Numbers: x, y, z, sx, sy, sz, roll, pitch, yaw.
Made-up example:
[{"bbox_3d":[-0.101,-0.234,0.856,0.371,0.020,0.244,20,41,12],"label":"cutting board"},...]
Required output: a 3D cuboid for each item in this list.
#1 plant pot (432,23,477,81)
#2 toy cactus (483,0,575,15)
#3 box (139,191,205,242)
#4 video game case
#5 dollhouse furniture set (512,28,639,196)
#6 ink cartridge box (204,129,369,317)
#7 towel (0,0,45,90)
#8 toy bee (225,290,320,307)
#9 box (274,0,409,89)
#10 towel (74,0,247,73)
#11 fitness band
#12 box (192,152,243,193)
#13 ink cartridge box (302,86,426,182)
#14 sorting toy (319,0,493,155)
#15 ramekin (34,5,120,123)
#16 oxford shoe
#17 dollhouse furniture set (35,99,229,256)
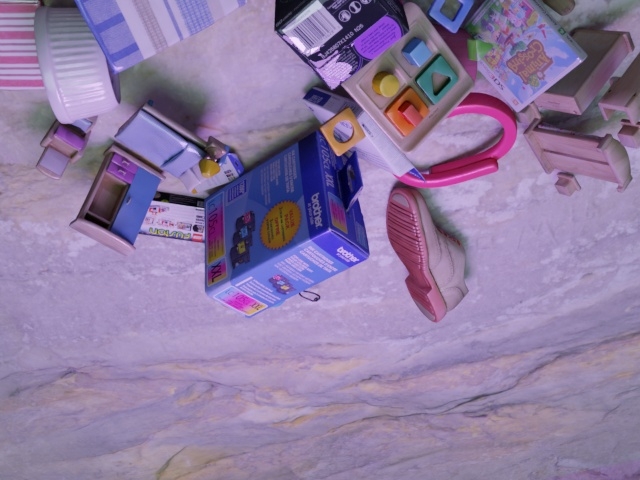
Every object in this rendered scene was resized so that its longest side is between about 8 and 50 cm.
[{"bbox_3d":[0.185,-0.327,1.286,0.180,0.201,0.201,-11,135,-15],"label":"plant pot"},{"bbox_3d":[0.409,-0.468,1.226,0.180,0.112,0.219,28,118,-38],"label":"toy cactus"},{"bbox_3d":[-0.367,-0.059,1.603,0.206,0.036,0.114,9,132,-11],"label":"box"},{"bbox_3d":[0.351,-0.349,1.237,0.193,0.023,0.212,48,160,1],"label":"video game case"},{"bbox_3d":[0.585,-0.230,1.371,0.174,0.303,0.355,-51,128,-8],"label":"dollhouse furniture set"},{"bbox_3d":[-0.058,-0.044,1.454,0.395,0.270,0.151,-27,141,25],"label":"ink cartridge box"},{"bbox_3d":[-0.580,-0.374,1.303,0.144,0.029,0.197,0,136,-3],"label":"towel"},{"bbox_3d":[-0.123,0.070,1.679,0.195,0.298,0.162,19,107,25],"label":"toy bee"},{"bbox_3d":[0.028,-0.408,1.132,0.165,0.270,0.143,-33,127,25],"label":"box"},{"bbox_3d":[-0.272,-0.435,1.152,0.285,0.034,0.209,-34,133,-13],"label":"towel"},{"bbox_3d":[0.273,-0.211,1.460,0.290,0.054,0.209,-16,134,26],"label":"fitness band"},{"bbox_3d":[-0.241,-0.159,1.523,0.136,0.028,0.081,-18,132,10],"label":"box"},{"bbox_3d":[0.086,-0.202,1.376,0.045,0.223,0.224,-48,125,-4],"label":"ink cartridge box"},{"bbox_3d":[0.153,-0.267,1.157,0.348,0.047,0.196,-47,117,2],"label":"sorting toy"},{"bbox_3d":[-0.435,-0.323,1.243,0.109,0.207,0.207,-9,134,-8],"label":"ramekin"},{"bbox_3d":[0.268,0.016,1.673,0.146,0.140,0.397,-32,129,-15],"label":"oxford shoe"},{"bbox_3d":[-0.383,-0.141,1.347,0.286,0.198,0.303,32,146,-29],"label":"dollhouse furniture set"}]
